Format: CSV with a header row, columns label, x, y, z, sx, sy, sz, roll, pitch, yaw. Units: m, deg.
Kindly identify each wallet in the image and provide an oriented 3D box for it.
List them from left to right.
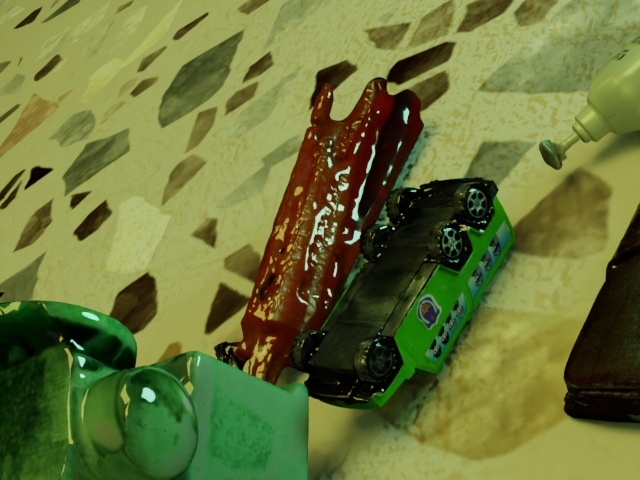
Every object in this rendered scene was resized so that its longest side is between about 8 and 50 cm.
label,x,y,z,sx,sy,sz,roll,pitch,yaw
wallet,0.206,-0.007,0.559,0.122,0.031,0.232,-5,44,47

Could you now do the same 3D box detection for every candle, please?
label,x,y,z,sx,sy,sz,roll,pitch,yaw
candle,0.000,0.000,0.767,0.302,0.084,0.059,-69,8,-31

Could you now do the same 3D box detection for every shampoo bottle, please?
label,x,y,z,sx,sy,sz,roll,pitch,yaw
shampoo bottle,0.196,-0.097,0.674,0.152,0.045,0.077,-42,9,11

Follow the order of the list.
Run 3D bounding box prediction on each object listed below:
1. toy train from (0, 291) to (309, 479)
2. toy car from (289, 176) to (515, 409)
label,x,y,z,sx,sy,sz,roll,pitch,yaw
toy train,-0.147,0.135,0.581,0.266,0.202,0.145,-20,54,32
toy car,0.051,0.034,0.652,0.071,0.062,0.165,-1,47,50
